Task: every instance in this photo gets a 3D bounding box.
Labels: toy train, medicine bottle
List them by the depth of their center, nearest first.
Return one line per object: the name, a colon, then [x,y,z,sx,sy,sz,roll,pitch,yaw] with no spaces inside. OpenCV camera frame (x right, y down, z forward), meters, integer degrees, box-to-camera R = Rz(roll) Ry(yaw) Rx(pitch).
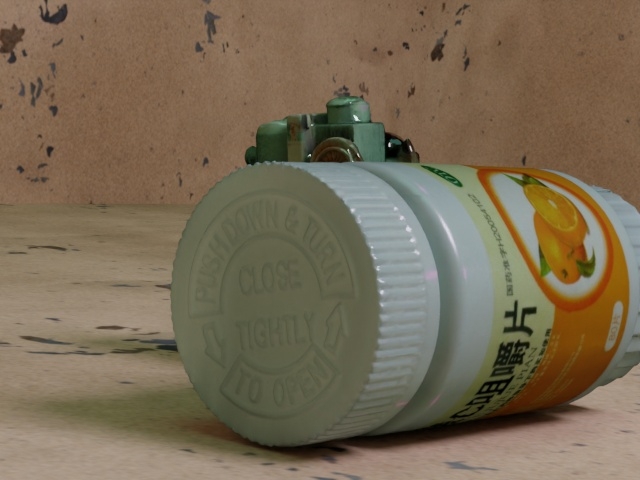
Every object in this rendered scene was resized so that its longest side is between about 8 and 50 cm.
medicine bottle: [0.074,0.032,1.045,0.158,0.158,0.318,8,6,39]
toy train: [0.000,0.000,1.181,0.125,0.194,0.081,0,4,36]
